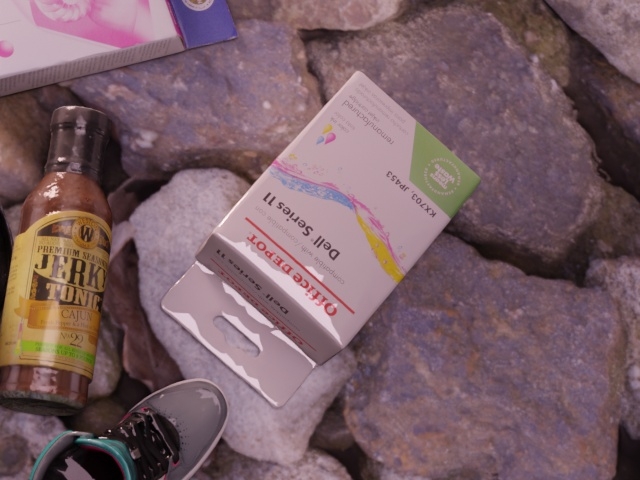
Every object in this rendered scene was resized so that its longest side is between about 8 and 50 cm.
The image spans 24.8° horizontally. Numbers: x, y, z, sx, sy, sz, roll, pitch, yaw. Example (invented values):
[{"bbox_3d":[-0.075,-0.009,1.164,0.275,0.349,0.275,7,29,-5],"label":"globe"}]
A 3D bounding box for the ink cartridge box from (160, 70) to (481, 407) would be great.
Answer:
[{"bbox_3d":[0.000,0.000,1.714,0.207,0.119,0.353,41,68,-2],"label":"ink cartridge box"}]

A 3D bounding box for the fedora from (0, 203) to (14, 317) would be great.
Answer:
[{"bbox_3d":[-0.492,0.013,1.554,0.334,0.152,0.334,4,74,-14],"label":"fedora"}]

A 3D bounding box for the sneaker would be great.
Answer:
[{"bbox_3d":[-0.209,0.235,1.556,0.295,0.178,0.124,-37,87,-22],"label":"sneaker"}]

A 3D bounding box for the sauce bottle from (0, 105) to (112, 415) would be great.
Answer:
[{"bbox_3d":[-0.293,0.019,1.631,0.111,0.111,0.344,8,73,-13],"label":"sauce bottle"}]

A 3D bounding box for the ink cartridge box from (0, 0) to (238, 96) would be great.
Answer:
[{"bbox_3d":[-0.295,-0.364,1.764,0.330,0.071,0.324,-17,79,-18],"label":"ink cartridge box"}]
